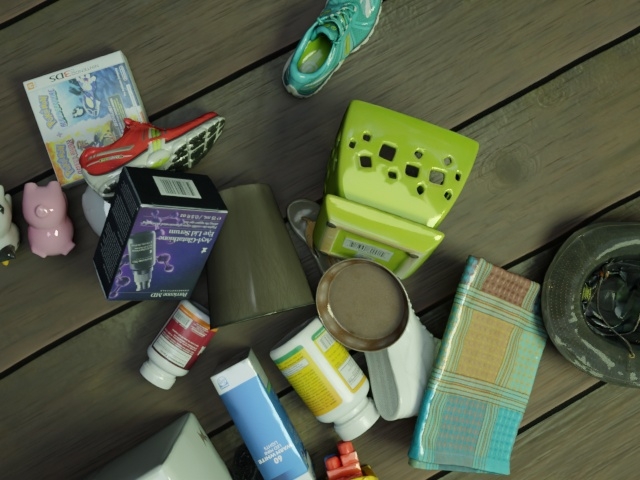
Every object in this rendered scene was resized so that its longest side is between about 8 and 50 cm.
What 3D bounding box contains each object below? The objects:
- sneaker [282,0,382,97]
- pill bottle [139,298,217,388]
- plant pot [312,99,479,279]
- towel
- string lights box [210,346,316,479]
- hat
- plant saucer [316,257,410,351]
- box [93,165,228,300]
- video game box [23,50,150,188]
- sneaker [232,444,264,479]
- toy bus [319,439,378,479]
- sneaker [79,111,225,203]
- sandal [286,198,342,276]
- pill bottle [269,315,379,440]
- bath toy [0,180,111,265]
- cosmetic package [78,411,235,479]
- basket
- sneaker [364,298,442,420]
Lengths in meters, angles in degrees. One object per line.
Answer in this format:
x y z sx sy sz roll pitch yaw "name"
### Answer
0.029 -0.382 1.159 0.107 0.110 0.275 33 86 -2 "sneaker"
-0.255 0.187 1.138 0.086 0.086 0.152 35 87 -2 "pill bottle"
0.108 -0.069 1.072 0.228 0.227 0.207 20 70 -1 "plant pot"
0.300 0.237 1.128 0.271 0.040 0.370 20 87 -36 "towel"
-0.096 0.328 1.119 0.077 0.133 0.259 -28 90 -4 "string lights box"
0.575 0.119 1.166 0.331 0.134 0.331 -2 79 13 "hat"
0.074 0.108 1.080 0.168 0.029 0.168 6 105 21 "plant saucer"
-0.270 -0.006 1.052 0.153 0.108 0.207 2 129 -37 "box"
-0.418 -0.221 1.160 0.187 0.048 0.205 -20 90 -2 "video game box"
-0.107 0.464 1.152 0.051 0.089 0.170 -29 54 6 "sneaker"
0.060 0.460 1.089 0.150 0.220 0.211 -13 83 -7 "toy bus"
-0.288 -0.175 1.099 0.279 0.107 0.118 -34 78 -35 "sneaker"
0.000 0.000 1.176 0.072 0.049 0.180 -28 90 -4 "sandal"
0.013 0.250 1.136 0.118 0.117 0.208 -37 91 -4 "pill bottle"
-0.496 -0.024 1.107 0.348 0.151 0.129 -8 72 -11 "bath toy"
-0.308 0.544 1.005 0.394 0.327 0.329 -32 90 -5 "cosmetic package"
-0.125 0.025 1.118 0.204 0.154 0.226 -11 83 -35 "basket"
0.167 0.176 1.166 0.169 0.108 0.292 4 69 -30 "sneaker"
